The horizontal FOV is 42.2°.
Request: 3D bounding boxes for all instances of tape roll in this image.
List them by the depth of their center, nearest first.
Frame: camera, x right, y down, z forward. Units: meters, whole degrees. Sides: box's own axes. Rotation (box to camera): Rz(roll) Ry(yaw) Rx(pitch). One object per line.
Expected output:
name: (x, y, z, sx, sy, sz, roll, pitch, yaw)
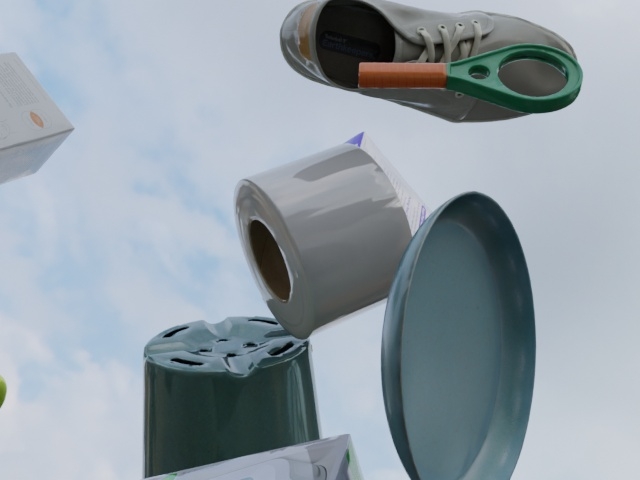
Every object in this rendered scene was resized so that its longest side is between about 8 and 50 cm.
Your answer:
tape roll: (0.000, 0.000, 1.196, 0.246, 0.169, 0.246, 49, -29, 40)

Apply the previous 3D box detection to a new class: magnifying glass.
magnifying glass: (0.155, -0.170, 0.867, 0.230, 0.092, 0.026, 3, -39, 3)

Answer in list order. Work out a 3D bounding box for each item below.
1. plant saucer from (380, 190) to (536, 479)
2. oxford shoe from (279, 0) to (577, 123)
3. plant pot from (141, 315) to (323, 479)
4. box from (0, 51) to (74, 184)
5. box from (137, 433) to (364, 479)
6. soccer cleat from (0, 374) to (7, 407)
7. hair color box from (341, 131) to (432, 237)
plant saucer: (0.139, 0.111, 0.823, 0.043, 0.318, 0.318, -1, -53, 34)
oxford shoe: (0.165, -0.261, 1.198, 0.449, 0.130, 0.169, 7, -82, -10)
plant pot: (-0.136, 0.311, 1.286, 0.341, 0.341, 0.334, 2, -77, 22)
box: (-0.700, -0.223, 1.641, 0.168, 0.345, 0.215, -39, -91, 29)
box: (-0.091, 0.313, 0.790, 0.261, 0.231, 0.127, -15, -82, 13)
soccer cleat: (-0.519, 0.239, 1.079, 0.289, 0.121, 0.093, -38, -59, 14)
hair color box: (0.130, -0.008, 1.498, 0.110, 0.185, 0.339, -30, -65, 31)
